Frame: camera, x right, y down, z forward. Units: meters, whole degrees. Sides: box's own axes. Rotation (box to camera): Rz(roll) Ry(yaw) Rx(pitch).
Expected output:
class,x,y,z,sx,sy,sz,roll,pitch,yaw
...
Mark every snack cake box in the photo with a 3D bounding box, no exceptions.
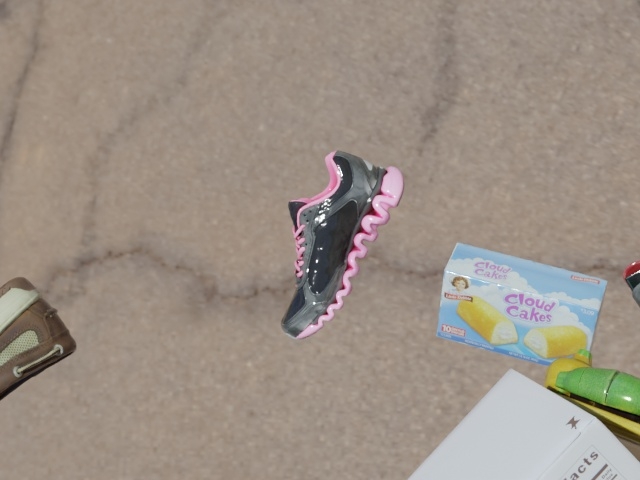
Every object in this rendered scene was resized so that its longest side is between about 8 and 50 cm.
class,x,y,z,sx,sy,sz,roll,pitch,yaw
snack cake box,0.341,0.116,1.965,0.264,0.089,0.152,14,130,16

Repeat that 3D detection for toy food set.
class,x,y,z,sx,sy,sz,roll,pitch,yaw
toy food set,0.263,0.138,0.902,0.218,0.128,0.071,19,73,36

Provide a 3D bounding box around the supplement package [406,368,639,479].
class,x,y,z,sx,sy,sz,roll,pitch,yaw
supplement package,0.190,0.228,0.796,0.139,0.244,0.134,-45,16,-5

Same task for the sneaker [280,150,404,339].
class,x,y,z,sx,sy,sz,roll,pitch,yaw
sneaker,0.000,0.000,0.684,0.119,0.057,0.047,-62,16,-2

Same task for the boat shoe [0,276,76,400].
class,x,y,z,sx,sy,sz,roll,pitch,yaw
boat shoe,-0.306,0.146,0.935,0.257,0.095,0.095,-45,3,-18

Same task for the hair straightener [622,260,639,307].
class,x,y,z,sx,sy,sz,roll,pitch,yaw
hair straightener,0.379,0.127,1.176,0.047,0.230,0.089,-26,20,12
